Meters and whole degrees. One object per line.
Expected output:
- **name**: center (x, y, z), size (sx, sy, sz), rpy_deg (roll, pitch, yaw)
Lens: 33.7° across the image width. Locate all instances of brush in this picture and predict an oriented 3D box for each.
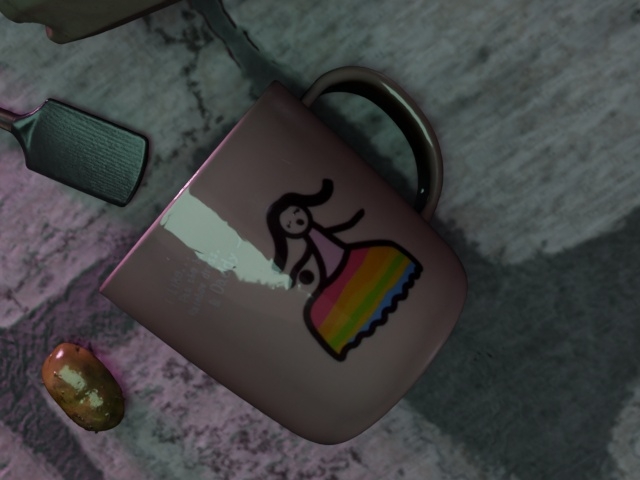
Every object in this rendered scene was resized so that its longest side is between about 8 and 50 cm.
- **brush**: center (-0.228, -0.088, 0.835), size (0.193, 0.016, 0.063), rpy_deg (22, 105, 0)

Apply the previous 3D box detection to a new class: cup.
- **cup**: center (0.000, 0.000, 0.759), size (0.200, 0.191, 0.253), rpy_deg (39, 72, -7)

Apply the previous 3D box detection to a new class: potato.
- **potato**: center (-0.194, 0.122, 0.871), size (0.051, 0.040, 0.083), rpy_deg (-34, 100, 4)

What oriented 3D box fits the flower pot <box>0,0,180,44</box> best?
- **flower pot**: center (-0.102, -0.257, 0.662), size (0.259, 0.290, 0.290), rpy_deg (-22, 101, 22)
